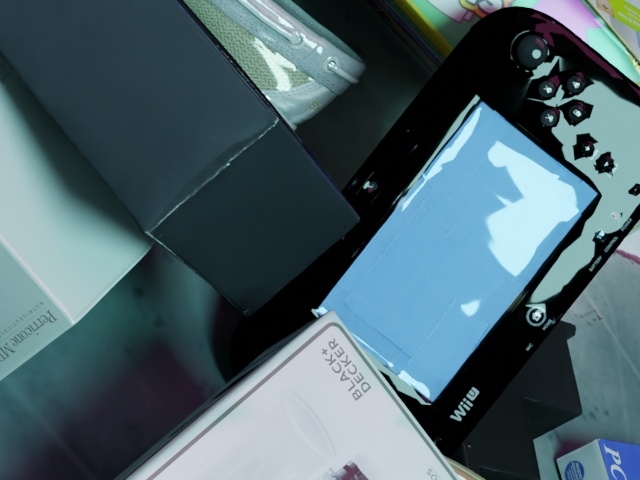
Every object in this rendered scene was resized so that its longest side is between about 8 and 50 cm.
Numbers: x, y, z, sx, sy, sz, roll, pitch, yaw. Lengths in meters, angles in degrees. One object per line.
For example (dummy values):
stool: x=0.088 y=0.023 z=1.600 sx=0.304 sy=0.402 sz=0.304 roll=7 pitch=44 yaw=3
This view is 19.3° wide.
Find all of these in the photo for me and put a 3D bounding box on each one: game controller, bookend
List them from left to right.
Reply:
game controller: x=0.088 y=0.007 z=1.235 sx=0.166 sy=0.319 sz=0.067 roll=38 pitch=2 yaw=1
bookend: x=0.121 y=0.125 z=1.347 sx=0.157 sy=0.072 sz=0.156 roll=17 pitch=52 yaw=-40

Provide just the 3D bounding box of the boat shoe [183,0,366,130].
boat shoe: x=-0.100 y=-0.212 z=1.307 sx=0.320 sy=0.103 sz=0.118 roll=53 pitch=9 yaw=-7

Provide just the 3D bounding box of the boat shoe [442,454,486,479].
boat shoe: x=0.118 y=0.242 z=1.240 sx=0.341 sy=0.121 sz=0.110 roll=44 pitch=2 yaw=-19

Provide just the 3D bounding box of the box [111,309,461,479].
box: x=-0.056 y=0.189 z=1.032 sx=0.290 sy=0.087 sz=0.169 roll=-41 pitch=95 yaw=-36

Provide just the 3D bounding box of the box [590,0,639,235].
box: x=0.241 y=-0.116 z=1.633 sx=0.114 sy=0.103 sz=0.203 roll=25 pitch=47 yaw=-33

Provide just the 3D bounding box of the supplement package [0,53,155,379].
supplement package: x=-0.202 y=-0.022 z=1.081 sx=0.179 sy=0.105 sz=0.105 roll=49 pitch=37 yaw=-7

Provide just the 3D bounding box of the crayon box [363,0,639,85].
crayon box: x=0.060 y=-0.237 z=1.398 sx=0.363 sy=0.106 sz=0.313 roll=47 pitch=2 yaw=-10

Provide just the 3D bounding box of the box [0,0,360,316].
box: x=-0.109 y=-0.099 z=1.123 sx=0.261 sy=0.103 sz=0.184 roll=50 pitch=4 yaw=23

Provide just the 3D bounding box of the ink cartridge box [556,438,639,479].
ink cartridge box: x=0.248 y=0.255 z=1.408 sx=0.097 sy=0.046 sz=0.207 roll=13 pitch=53 yaw=-43
